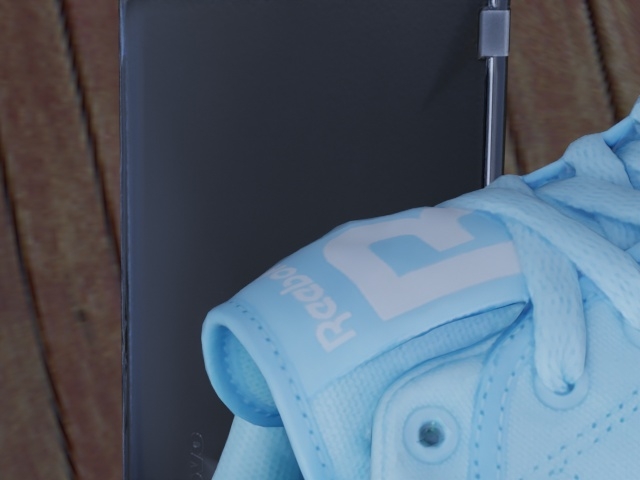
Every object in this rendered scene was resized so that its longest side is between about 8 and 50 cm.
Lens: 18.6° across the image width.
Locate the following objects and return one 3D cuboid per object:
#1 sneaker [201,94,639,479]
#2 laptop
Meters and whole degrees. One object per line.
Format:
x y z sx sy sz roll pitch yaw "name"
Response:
0.060 0.033 0.455 0.150 0.135 0.366 38 86 -33 "sneaker"
0.000 0.000 1.300 0.236 0.408 0.382 1 103 -1 "laptop"
